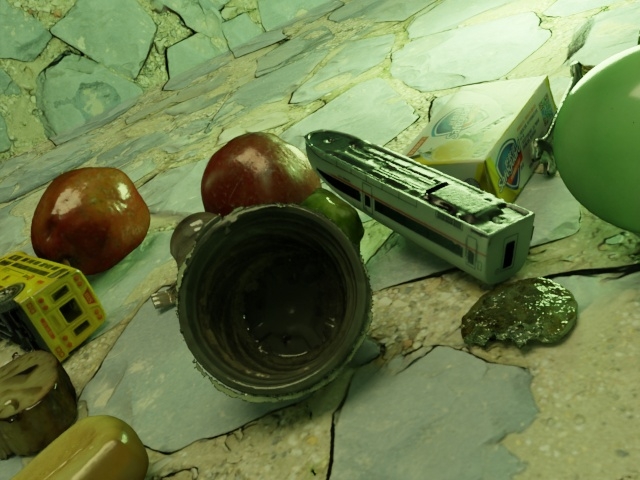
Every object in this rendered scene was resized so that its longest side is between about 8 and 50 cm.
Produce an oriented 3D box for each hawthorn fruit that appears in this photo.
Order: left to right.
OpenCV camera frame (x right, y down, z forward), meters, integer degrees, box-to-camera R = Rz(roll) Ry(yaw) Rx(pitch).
[{"bbox_3d":[-0.453,-0.023,1.332,0.211,0.210,0.262,-15,29,19],"label":"hawthorn fruit"}]

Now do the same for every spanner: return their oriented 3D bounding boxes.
[{"bbox_3d":[0.387,-0.198,1.101,0.017,0.071,0.302,-16,28,44],"label":"spanner"}]

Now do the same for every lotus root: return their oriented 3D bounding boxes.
[{"bbox_3d":[-0.458,0.236,1.023,0.261,0.074,0.170,-3,34,38],"label":"lotus root"}]

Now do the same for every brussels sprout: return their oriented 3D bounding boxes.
[{"bbox_3d":[0.002,0.003,1.000,0.118,0.155,0.155,35,57,18],"label":"brussels sprout"}]

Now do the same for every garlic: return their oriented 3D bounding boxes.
[{"bbox_3d":[-0.207,0.034,1.133,0.194,0.127,0.131,-36,30,13],"label":"garlic"}]

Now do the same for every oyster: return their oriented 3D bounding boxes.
[{"bbox_3d":[0.486,-0.294,1.204,0.093,0.034,0.051,8,2,31],"label":"oyster"}]

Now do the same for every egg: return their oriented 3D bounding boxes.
[{"bbox_3d":[0.399,-0.112,0.771,0.270,0.220,0.220,6,40,35],"label":"egg"}]

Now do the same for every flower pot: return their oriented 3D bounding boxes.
[{"bbox_3d":[-0.049,0.078,0.846,0.236,0.235,0.140,-25,-14,0],"label":"flower pot"}]

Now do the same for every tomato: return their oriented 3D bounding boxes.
[{"bbox_3d":[-0.113,-0.111,1.218,0.214,0.155,0.181,-7,16,28],"label":"tomato"}]

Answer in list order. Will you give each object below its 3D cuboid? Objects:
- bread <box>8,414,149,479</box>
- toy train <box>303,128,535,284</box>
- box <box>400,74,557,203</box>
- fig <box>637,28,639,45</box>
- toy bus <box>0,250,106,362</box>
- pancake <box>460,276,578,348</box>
[{"bbox_3d":[-0.285,0.290,0.756,0.217,0.098,0.147,-40,19,-24],"label":"bread"},{"bbox_3d":[0.110,-0.063,0.980,0.087,0.088,0.407,-23,36,-28],"label":"toy train"},{"bbox_3d":[0.249,-0.148,1.088,0.168,0.097,0.265,3,39,42],"label":"box"},{"bbox_3d":[0.560,-0.278,1.040,0.203,0.203,0.235,-29,-12,-8],"label":"fig"},{"bbox_3d":[-0.529,0.106,1.232,0.330,0.144,0.152,8,40,44],"label":"toy bus"},{"bbox_3d":[0.226,0.081,0.788,0.130,0.022,0.116,1,35,41],"label":"pancake"}]
